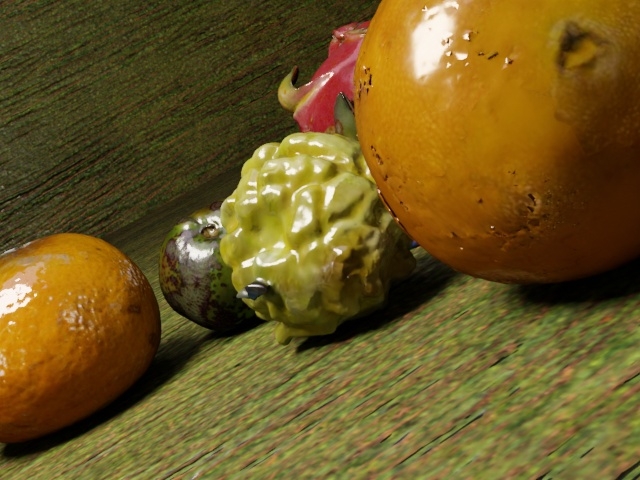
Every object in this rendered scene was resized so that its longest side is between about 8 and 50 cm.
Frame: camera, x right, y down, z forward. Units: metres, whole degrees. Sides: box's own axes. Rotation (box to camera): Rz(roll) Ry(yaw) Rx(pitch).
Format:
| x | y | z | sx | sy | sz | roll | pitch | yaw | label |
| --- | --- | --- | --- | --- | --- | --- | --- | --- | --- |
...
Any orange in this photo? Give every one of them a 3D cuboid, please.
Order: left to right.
| x | y | z | sx | sy | sz | roll | pitch | yaw | label |
| --- | --- | --- | --- | --- | --- | --- | --- | --- | --- |
| -0.264 | 0.089 | 0.873 | 0.224 | 0.170 | 0.224 | -26 | 8 | 4 | orange |
| 0.139 | -0.089 | 0.586 | 0.240 | 0.240 | 0.240 | -26 | 10 | 5 | orange |

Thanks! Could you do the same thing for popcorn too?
| x | y | z | sx | sy | sz | roll | pitch | yaw | label |
| --- | --- | --- | --- | --- | --- | --- | --- | --- | --- |
| -0.004 | 0.000 | 0.742 | 0.173 | 0.173 | 0.142 | -26 | 2 | 6 | popcorn |

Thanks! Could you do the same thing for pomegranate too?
| x | y | z | sx | sy | sz | roll | pitch | yaw | label |
| --- | --- | --- | --- | --- | --- | --- | --- | --- | --- |
| -0.099 | 0.022 | 0.924 | 0.138 | 0.125 | 0.163 | -43 | 14 | -16 | pomegranate |

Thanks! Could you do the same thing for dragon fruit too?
| x | y | z | sx | sy | sz | roll | pitch | yaw | label |
| --- | --- | --- | --- | --- | --- | --- | --- | --- | --- |
| 0.084 | -0.208 | 1.339 | 0.305 | 0.225 | 0.305 | -23 | 11 | 5 | dragon fruit |

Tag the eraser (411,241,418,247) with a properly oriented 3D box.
| x | y | z | sx | sy | sz | roll | pitch | yaw | label |
| --- | --- | --- | --- | --- | --- | --- | --- | --- | --- |
| 0.071 | -0.021 | 0.885 | 0.085 | 0.063 | 0.027 | -22 | 13 | 26 | eraser |
